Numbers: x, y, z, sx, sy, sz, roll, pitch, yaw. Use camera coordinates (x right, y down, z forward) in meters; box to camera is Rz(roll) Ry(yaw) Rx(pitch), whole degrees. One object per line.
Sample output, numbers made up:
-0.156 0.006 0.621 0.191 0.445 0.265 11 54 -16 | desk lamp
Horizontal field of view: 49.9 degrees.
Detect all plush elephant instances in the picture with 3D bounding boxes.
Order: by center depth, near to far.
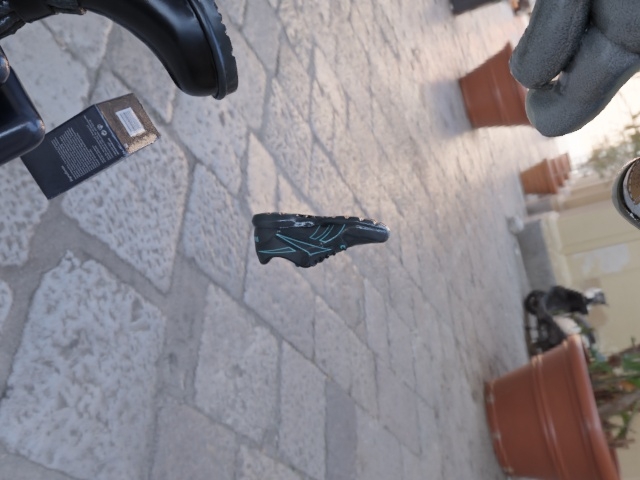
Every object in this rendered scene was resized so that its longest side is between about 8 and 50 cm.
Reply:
0.243 -0.282 0.586 0.255 0.272 0.330 61 14 14 | plush elephant

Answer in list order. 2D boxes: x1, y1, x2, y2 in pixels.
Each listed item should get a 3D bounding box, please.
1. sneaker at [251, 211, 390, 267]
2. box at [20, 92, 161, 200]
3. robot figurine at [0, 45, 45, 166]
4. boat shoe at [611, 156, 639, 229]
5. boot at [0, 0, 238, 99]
0.000 0.000 1.325 0.101 0.268 0.106 -2 94 -80 | sneaker
-0.367 -0.155 1.109 0.093 0.158 0.156 60 15 -12 | box
-0.340 -0.062 0.460 0.209 0.278 0.173 64 -15 -16 | robot figurine
0.446 0.006 0.688 0.113 0.302 0.103 -63 173 0 | boat shoe
-0.278 -0.262 0.768 0.348 0.260 0.131 58 -11 -15 | boot
